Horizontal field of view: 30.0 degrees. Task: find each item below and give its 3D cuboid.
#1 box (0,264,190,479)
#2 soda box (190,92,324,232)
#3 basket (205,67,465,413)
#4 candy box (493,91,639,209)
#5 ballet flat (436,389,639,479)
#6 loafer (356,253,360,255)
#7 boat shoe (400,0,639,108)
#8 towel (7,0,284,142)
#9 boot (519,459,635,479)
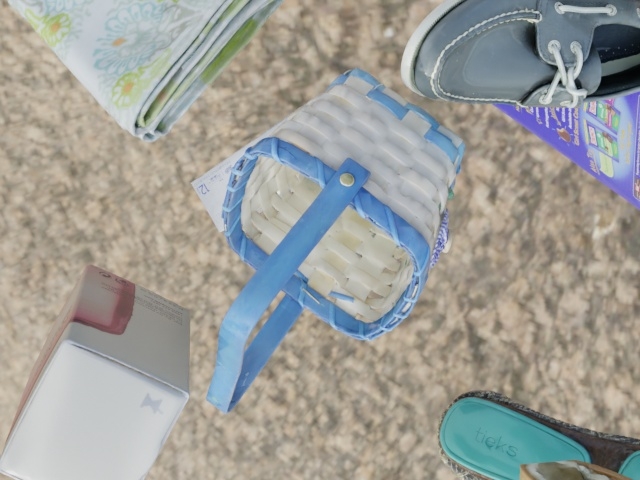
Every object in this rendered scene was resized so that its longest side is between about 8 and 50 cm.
[{"bbox_3d":[-0.215,0.141,1.173,0.126,0.232,0.149,27,101,-12],"label":"box"},{"bbox_3d":[-0.062,-0.124,1.878,0.286,0.091,0.098,-32,88,29],"label":"soda box"},{"bbox_3d":[-0.004,0.009,1.066,0.201,0.255,0.289,38,67,6],"label":"basket"},{"bbox_3d":[0.367,-0.226,1.606,0.122,0.268,0.317,-38,57,-16],"label":"candy box"},{"bbox_3d":[0.369,0.323,1.507,0.482,0.182,0.164,21,82,40],"label":"ballet flat"},{"bbox_3d":[0.000,0.000,1.700,0.039,0.125,0.045,-7,63,55],"label":"loafer"},{"bbox_3d":[0.220,-0.172,1.065,0.099,0.319,0.116,47,138,41],"label":"boat shoe"},{"bbox_3d":[-0.202,-0.331,1.411,0.320,0.090,0.374,-46,57,4],"label":"towel"},{"bbox_3d":[0.188,0.308,1.081,0.236,0.089,0.270,15,123,27],"label":"boot"}]
